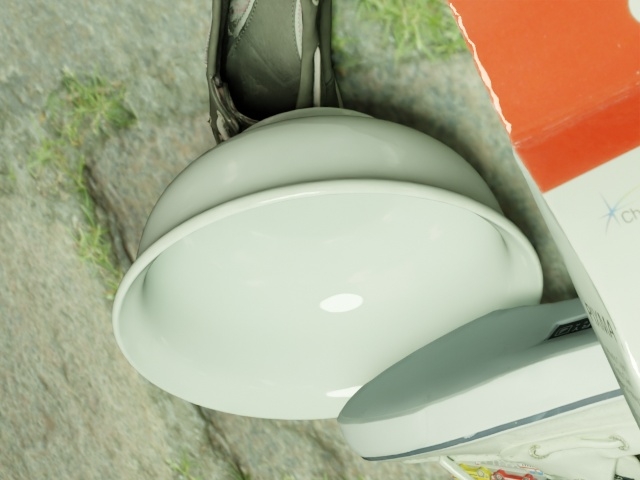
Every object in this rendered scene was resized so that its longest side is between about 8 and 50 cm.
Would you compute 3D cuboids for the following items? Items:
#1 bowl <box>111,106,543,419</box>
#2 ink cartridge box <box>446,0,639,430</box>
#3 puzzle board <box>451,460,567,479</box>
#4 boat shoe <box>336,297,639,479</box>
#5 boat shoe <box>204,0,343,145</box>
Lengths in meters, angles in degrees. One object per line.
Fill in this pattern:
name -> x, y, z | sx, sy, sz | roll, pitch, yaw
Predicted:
bowl -> 0.000, 0.000, 1.110 | 0.298, 0.297, 0.134 | -51, 37, 46
ink cartridge box -> 0.265, -0.055, 0.792 | 0.385, 0.308, 0.091 | 64, 180, -13
puzzle board -> 0.156, 0.192, 1.236 | 0.128, 0.011, 0.096 | 2, 118, 39
boat shoe -> 0.180, 0.118, 1.001 | 0.367, 0.136, 0.156 | -22, 103, 36
boat shoe -> -0.042, -0.140, 1.124 | 0.112, 0.095, 0.335 | 28, 131, 24
